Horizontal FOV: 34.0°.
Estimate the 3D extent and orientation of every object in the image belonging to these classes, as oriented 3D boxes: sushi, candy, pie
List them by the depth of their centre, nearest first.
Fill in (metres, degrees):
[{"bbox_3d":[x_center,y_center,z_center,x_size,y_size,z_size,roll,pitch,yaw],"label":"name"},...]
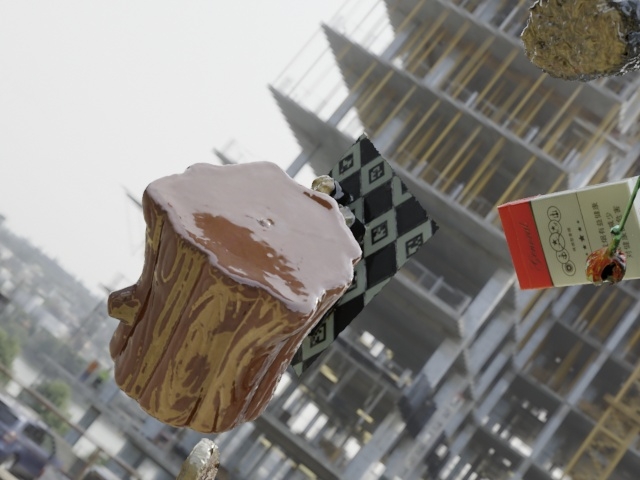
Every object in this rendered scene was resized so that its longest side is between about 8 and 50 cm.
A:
[{"bbox_3d":[0.371,-0.012,1.301,0.049,0.055,0.185,49,-32,35],"label":"candy"},{"bbox_3d":[0.000,0.000,1.458,0.059,0.292,0.294,36,10,-33],"label":"sushi"},{"bbox_3d":[-0.244,0.466,1.959,0.046,0.195,0.195,24,-14,10],"label":"pie"},{"bbox_3d":[0.575,-0.438,2.202,0.350,0.170,0.211,-157,-118,-64],"label":"sushi"}]

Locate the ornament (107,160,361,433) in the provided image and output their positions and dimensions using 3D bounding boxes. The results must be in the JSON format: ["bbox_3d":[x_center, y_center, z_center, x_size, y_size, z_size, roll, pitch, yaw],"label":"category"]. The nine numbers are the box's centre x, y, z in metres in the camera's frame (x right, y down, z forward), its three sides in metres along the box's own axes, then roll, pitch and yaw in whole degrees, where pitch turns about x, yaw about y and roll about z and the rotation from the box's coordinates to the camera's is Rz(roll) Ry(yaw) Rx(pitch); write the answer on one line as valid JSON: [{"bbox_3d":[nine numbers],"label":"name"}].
[{"bbox_3d":[-0.100,0.062,1.039,0.221,0.218,0.235,12,35,-24],"label":"ornament"}]

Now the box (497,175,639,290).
[{"bbox_3d":[0.362,-0.005,1.478,0.245,0.035,0.139,-13,-85,55],"label":"box"}]
